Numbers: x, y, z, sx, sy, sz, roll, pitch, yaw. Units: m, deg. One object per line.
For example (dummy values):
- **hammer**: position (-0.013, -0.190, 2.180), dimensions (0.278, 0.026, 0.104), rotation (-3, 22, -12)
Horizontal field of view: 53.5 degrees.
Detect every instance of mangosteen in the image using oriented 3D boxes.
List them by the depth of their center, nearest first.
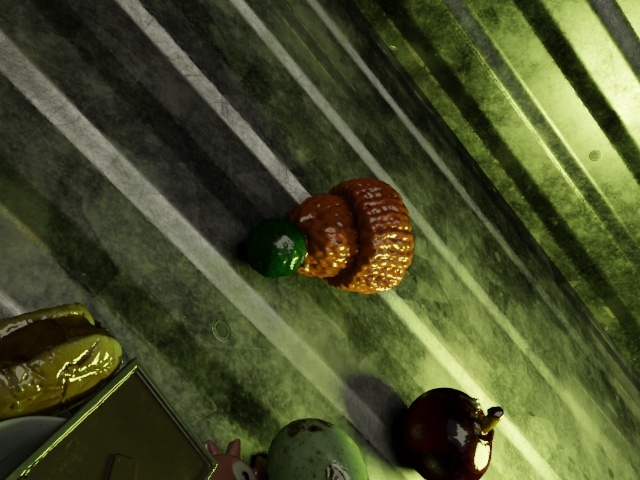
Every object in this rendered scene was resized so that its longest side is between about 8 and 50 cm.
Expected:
- **mangosteen**: position (0.326, 0.453, 1.493), dimensions (0.235, 0.261, 0.235), rotation (31, 43, -33)

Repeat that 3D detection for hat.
- **hat**: position (0.000, 0.000, 1.499), dimensions (0.400, 0.285, 0.285), rotation (-4, 66, -22)

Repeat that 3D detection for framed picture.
- **framed picture**: position (-0.266, 0.314, 0.822), dimensions (0.213, 0.016, 0.289), rotation (55, 31, -9)

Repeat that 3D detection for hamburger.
- **hamburger**: position (-0.396, 0.178, 0.858), dimensions (0.309, 0.211, 0.132), rotation (-16, 74, -52)

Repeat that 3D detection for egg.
- **egg**: position (0.002, 0.417, 1.107), dimensions (0.169, 0.169, 0.231), rotation (10, 30, -47)

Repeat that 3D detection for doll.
- **doll**: position (-0.153, 0.437, 1.064), dimensions (0.262, 0.093, 0.211), rotation (1, 60, -62)

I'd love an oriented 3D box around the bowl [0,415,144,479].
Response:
- **bowl**: position (-0.375, 0.400, 0.763), dimensions (0.345, 0.157, 0.346), rotation (33, 43, -37)
